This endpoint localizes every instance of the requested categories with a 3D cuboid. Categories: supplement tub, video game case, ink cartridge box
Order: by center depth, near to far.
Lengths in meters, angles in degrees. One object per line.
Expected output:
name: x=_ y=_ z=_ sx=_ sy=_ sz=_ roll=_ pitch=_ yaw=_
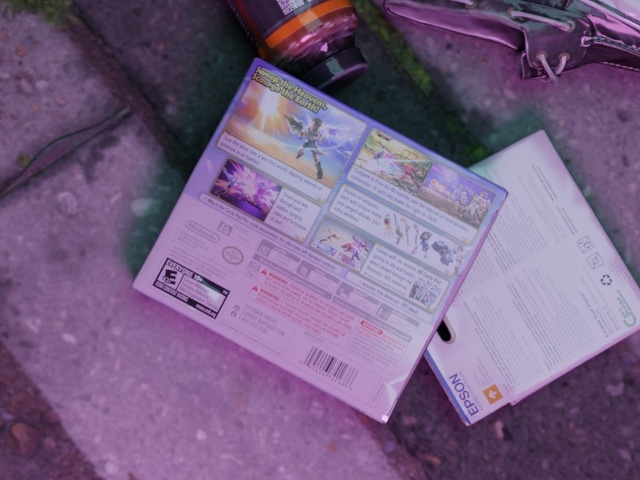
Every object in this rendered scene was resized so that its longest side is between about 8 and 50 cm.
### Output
video game case: x=0.000 y=0.000 z=1.764 sx=0.269 sy=0.061 sz=0.244 roll=28 pitch=89 yaw=2
supplement tub: x=-0.033 y=-0.233 z=1.832 sx=0.106 sy=0.106 sz=0.198 roll=-28 pitch=83 yaw=-16
ink cartridge box: x=0.175 y=0.037 z=1.833 sx=0.224 sy=0.045 sz=0.223 roll=-28 pitch=82 yaw=-13

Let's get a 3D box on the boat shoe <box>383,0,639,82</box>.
boat shoe: x=0.221 y=-0.211 z=1.880 sx=0.335 sy=0.121 sz=0.119 roll=20 pitch=81 yaw=6
